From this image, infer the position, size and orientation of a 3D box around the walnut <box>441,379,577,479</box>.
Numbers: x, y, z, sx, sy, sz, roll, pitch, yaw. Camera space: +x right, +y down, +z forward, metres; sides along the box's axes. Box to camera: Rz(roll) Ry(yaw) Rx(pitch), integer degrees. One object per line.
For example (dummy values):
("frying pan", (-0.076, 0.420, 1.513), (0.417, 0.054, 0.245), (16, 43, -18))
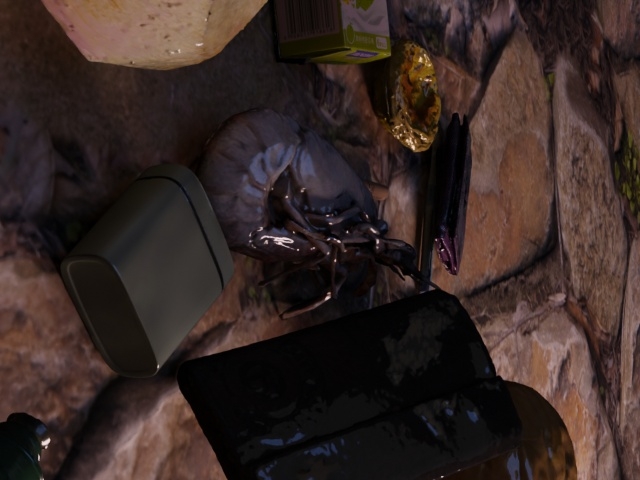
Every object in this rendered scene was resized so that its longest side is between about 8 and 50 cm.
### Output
("walnut", (0.149, 0.248, 1.350), (0.228, 0.228, 0.228), (16, 71, -59))

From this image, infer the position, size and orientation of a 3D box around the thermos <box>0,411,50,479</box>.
("thermos", (-0.226, 0.178, 0.825), (0.188, 0.073, 0.083), (-53, 129, -51))

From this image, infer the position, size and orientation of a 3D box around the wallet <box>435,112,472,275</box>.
("wallet", (0.156, -0.053, 1.578), (0.111, 0.030, 0.166), (74, 23, -64))

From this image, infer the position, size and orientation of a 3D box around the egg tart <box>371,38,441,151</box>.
("egg tart", (0.093, -0.156, 1.477), (0.130, 0.052, 0.130), (22, 65, -58))

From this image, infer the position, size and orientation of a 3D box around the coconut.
("coconut", (-0.120, -0.241, 0.941), (0.237, 0.236, 0.197), (54, 37, -43))

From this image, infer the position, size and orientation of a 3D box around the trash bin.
("trash bin", (-0.130, 0.022, 1.039), (0.130, 0.059, 0.116), (-55, 131, -48))

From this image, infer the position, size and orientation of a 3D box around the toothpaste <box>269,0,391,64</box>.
("toothpaste", (0.000, -0.333, 1.313), (0.110, 0.077, 0.328), (-7, 92, -60))

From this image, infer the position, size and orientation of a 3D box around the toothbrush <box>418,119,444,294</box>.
("toothbrush", (0.128, -0.040, 1.559), (0.019, 0.016, 0.220), (48, 44, -59))

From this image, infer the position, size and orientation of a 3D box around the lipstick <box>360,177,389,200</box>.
("lipstick", (0.043, -0.056, 1.404), (0.094, 0.019, 0.019), (10, 77, -60))

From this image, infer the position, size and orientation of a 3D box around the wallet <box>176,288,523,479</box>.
("wallet", (0.040, 0.142, 1.169), (0.321, 0.044, 0.170), (-13, 66, -40))

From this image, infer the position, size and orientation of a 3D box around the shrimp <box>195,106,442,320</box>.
("shrimp", (0.005, -0.005, 1.231), (0.343, 0.116, 0.145), (32, 58, -47))
